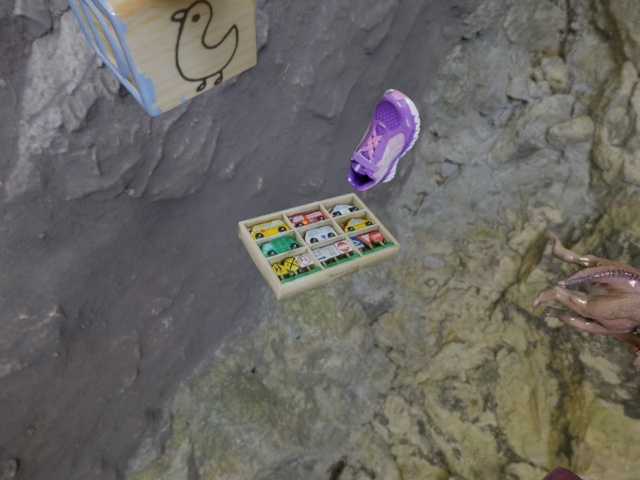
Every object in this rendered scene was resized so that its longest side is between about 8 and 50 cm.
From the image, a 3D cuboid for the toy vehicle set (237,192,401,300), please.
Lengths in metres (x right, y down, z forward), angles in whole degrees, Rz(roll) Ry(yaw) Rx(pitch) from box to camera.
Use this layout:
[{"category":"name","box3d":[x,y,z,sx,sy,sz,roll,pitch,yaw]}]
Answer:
[{"category":"toy vehicle set","box3d":[0.000,0.000,0.807,0.267,0.166,0.035,-17,143,-30]}]

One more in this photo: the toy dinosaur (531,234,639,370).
[{"category":"toy dinosaur","box3d":[0.450,0.093,0.640,0.296,0.200,0.127,38,77,-44]}]

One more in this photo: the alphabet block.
[{"category":"alphabet block","box3d":[-0.227,-0.335,0.609,0.197,0.193,0.192,-37,167,-19]}]

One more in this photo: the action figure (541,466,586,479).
[{"category":"action figure","box3d":[0.186,0.259,0.264,0.370,0.276,0.248,-39,-153,42]}]

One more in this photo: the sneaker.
[{"category":"sneaker","box3d":[0.109,-0.176,0.824,0.105,0.095,0.236,-35,160,-26]}]
